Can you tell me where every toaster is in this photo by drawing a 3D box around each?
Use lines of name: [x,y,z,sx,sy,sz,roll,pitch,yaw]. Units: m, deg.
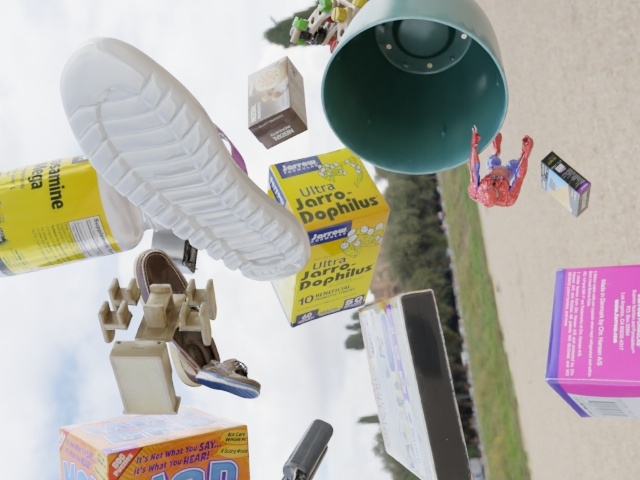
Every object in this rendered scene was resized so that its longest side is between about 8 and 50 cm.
toaster: [-0.400,0.001,1.942,0.186,0.110,0.168,96,179,-78]

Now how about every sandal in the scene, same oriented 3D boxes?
sandal: [-0.164,-0.093,0.891,0.416,0.169,0.102,51,-152,-37]

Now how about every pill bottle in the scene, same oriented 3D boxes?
pill bottle: [-0.433,-0.057,1.238,0.188,0.334,0.188,167,90,-85]

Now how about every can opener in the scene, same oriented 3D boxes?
can opener: [-0.018,0.391,1.118,0.283,0.095,0.076,-40,-32,-68]

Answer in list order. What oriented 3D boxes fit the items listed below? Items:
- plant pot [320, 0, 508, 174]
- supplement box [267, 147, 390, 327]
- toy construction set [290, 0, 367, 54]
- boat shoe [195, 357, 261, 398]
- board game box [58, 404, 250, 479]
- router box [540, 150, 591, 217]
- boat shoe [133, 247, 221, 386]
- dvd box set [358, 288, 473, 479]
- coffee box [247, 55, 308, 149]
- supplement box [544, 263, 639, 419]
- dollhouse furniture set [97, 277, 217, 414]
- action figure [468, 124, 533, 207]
plant pot: [0.164,-0.298,1.167,0.235,0.293,0.293,-76,-25,-43]
supplement box: [0.000,0.000,1.517,0.356,0.194,0.195,98,150,-52]
toy construction set: [0.096,-0.587,1.801,0.257,0.309,0.237,-102,32,-69]
boat shoe: [-0.189,0.284,1.469,0.066,0.183,0.066,52,-125,-39]
board game box: [-0.414,0.639,1.729,0.356,0.356,0.356,-2,-91,-37]
router box: [0.637,-0.145,1.809,0.133,0.046,0.179,48,-178,25]
boat shoe: [-0.314,0.170,1.576,0.123,0.123,0.342,-21,-90,-34]
dvd box set: [0.154,0.256,1.247,0.420,0.062,0.308,119,141,-79]
coffee box: [-0.124,-0.392,1.967,0.098,0.141,0.246,48,-153,-42]
supplement box: [0.319,0.089,0.585,0.111,0.220,0.114,41,-125,-44]
dollhouse furniture set: [-0.329,0.206,1.400,0.242,0.212,0.161,-85,-6,-54]
action figure: [0.312,-0.151,1.182,0.280,0.091,0.139,-53,-31,-54]
